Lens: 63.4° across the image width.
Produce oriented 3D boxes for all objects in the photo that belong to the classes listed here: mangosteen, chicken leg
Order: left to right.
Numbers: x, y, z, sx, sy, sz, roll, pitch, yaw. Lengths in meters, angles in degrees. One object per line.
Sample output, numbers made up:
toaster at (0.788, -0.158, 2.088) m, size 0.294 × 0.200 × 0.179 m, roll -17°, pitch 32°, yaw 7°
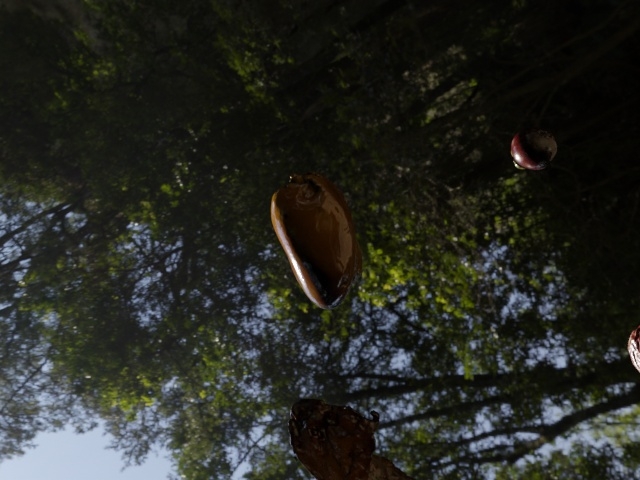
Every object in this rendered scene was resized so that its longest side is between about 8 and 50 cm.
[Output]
chicken leg at (0.082, 0.394, 0.926) m, size 0.322 × 0.177 × 0.083 m, roll 45°, pitch -156°, yaw 5°
mangosteen at (0.382, -0.162, 0.930) m, size 0.081 × 0.081 × 0.081 m, roll 18°, pitch -114°, yaw -47°

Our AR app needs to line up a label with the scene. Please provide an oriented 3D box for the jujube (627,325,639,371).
jujube at (0.948, 0.282, 1.380) m, size 0.212 × 0.232 × 0.213 m, roll 16°, pitch -138°, yaw -15°

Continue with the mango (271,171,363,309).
mango at (0.000, 0.000, 1.041) m, size 0.152 × 0.201 × 0.287 m, roll -26°, pitch -66°, yaw -10°
